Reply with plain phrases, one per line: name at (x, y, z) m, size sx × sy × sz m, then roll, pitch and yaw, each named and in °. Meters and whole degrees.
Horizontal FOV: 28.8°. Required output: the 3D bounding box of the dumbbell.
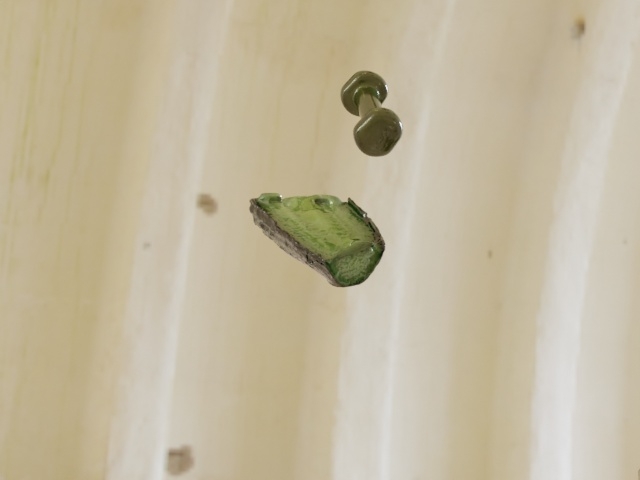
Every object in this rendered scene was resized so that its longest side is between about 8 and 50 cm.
dumbbell at (0.051, -0.130, 1.266) m, size 0.046 × 0.118 × 0.052 m, roll 32°, pitch -69°, yaw -23°

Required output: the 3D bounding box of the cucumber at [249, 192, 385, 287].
cucumber at (0.000, 0.000, 1.528) m, size 0.115 × 0.086 × 0.193 m, roll -10°, pitch 22°, yaw -24°

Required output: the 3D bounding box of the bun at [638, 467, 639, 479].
bun at (0.445, 0.244, 1.286) m, size 0.160 × 0.259 × 0.259 m, roll -5°, pitch -16°, yaw 44°
